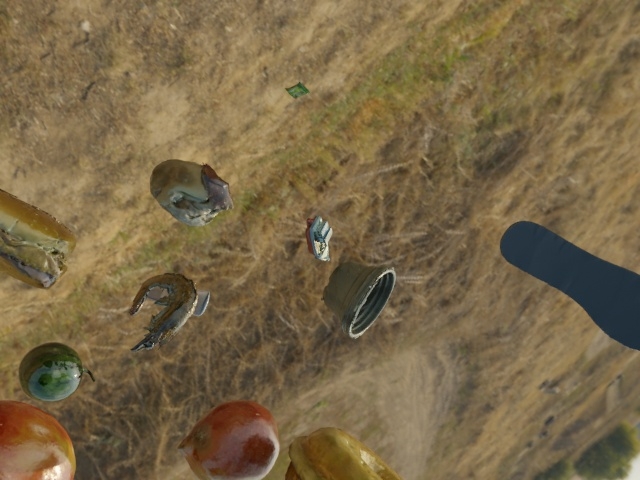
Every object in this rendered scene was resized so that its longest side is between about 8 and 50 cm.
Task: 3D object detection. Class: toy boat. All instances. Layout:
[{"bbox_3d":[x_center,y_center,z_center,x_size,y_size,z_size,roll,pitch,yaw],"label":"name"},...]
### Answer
[{"bbox_3d":[0.000,0.000,1.715,0.172,0.059,0.069,80,30,-50],"label":"toy boat"}]

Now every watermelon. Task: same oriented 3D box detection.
[{"bbox_3d":[-0.837,0.413,1.943,0.215,0.188,0.188,-3,134,-33],"label":"watermelon"}]

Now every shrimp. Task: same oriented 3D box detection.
[{"bbox_3d":[-0.452,0.191,1.703,0.253,0.173,0.058,-45,170,-20],"label":"shrimp"}]

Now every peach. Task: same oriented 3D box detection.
[{"bbox_3d":[-0.797,0.563,1.474,0.388,0.388,0.388,-29,148,-20],"label":"peach"},{"bbox_3d":[-0.243,0.530,1.599,0.257,0.232,0.232,11,128,-19],"label":"peach"}]

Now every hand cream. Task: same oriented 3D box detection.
[{"bbox_3d":[-0.436,0.169,1.844,0.048,0.255,0.079,40,64,-52],"label":"hand cream"}]

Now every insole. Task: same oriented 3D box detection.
[{"bbox_3d":[0.465,0.080,1.045,0.119,0.349,0.009,-61,169,23],"label":"insole"}]

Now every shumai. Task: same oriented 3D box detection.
[{"bbox_3d":[-0.298,-0.131,1.469,0.201,0.201,0.120,0,148,-49],"label":"shumai"}]

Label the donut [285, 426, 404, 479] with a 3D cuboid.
[{"bbox_3d":[0.101,0.624,1.438,0.198,0.449,0.449,-51,150,-1],"label":"donut"}]

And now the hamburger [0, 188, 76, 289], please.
[{"bbox_3d":[-0.719,-0.013,1.412,0.305,0.284,0.174,34,78,-35],"label":"hamburger"}]

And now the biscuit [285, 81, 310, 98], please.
[{"bbox_3d":[-0.065,-0.431,1.766,0.046,0.089,0.016,39,69,-25],"label":"biscuit"}]

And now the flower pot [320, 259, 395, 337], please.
[{"bbox_3d":[0.097,0.148,1.732,0.235,0.141,0.235,-46,153,-33],"label":"flower pot"}]
